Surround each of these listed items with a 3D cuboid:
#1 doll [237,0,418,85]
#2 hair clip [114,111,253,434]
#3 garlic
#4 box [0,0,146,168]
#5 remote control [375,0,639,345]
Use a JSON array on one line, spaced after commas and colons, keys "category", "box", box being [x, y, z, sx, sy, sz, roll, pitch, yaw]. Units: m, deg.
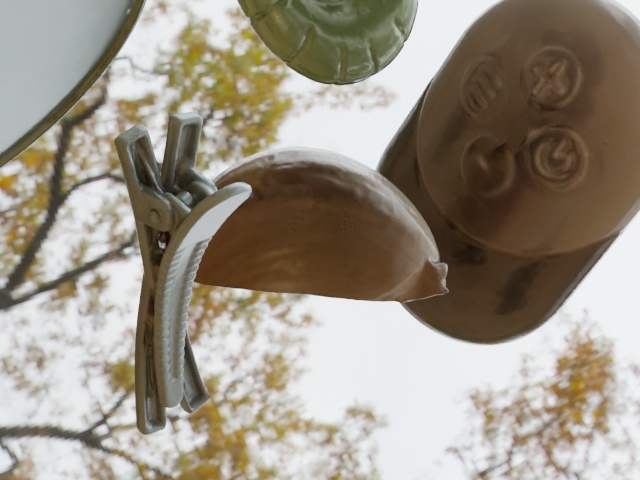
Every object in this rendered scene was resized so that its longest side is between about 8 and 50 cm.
[{"category": "doll", "box": [0.020, -0.252, 0.871, 0.216, 0.284, 0.268, -7, -70, 54]}, {"category": "hair clip", "box": [-0.044, 0.018, 0.438, 0.039, 0.030, 0.115, 40, -42, 38]}, {"category": "garlic", "box": [-0.006, -0.014, 0.945, 0.087, 0.196, 0.101, -140, -125, -74]}, {"category": "box", "box": [-0.210, -0.117, 0.614, 0.149, 0.226, 0.226, 50, -46, 10]}, {"category": "remote control", "box": [0.162, -0.060, 1.151, 0.221, 0.103, 0.332, 49, -57, 27]}]
